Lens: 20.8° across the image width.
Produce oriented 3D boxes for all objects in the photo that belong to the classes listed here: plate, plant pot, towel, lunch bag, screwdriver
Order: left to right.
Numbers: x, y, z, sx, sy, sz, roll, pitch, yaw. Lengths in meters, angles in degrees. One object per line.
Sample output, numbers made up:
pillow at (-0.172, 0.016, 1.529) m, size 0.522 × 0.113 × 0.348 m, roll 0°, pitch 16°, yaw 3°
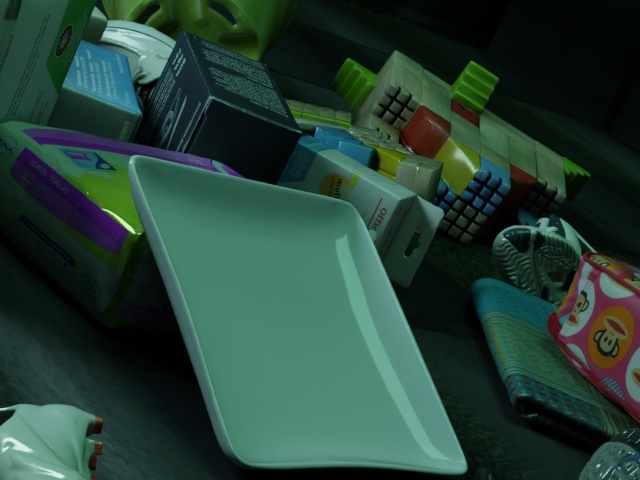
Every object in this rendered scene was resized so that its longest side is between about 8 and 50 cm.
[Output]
plant pot at (-0.168, -0.295, 2.294) m, size 0.276 × 0.276 × 0.254 m, roll 22°, pitch 27°, yaw -12°
plate at (-0.025, 0.072, 1.401) m, size 0.278 × 0.045 × 0.277 m, roll 10°, pitch 48°, yaw -47°
screwdriver at (0.132, 0.225, 1.368) m, size 0.025 × 0.024 × 0.170 m, roll 52°, pitch 14°, yaw -17°
towel at (0.296, 0.155, 1.857) m, size 0.271 × 0.040 × 0.370 m, roll 23°, pitch 15°, yaw -8°
lunch bag at (0.400, 0.134, 1.794) m, size 0.258 × 0.120 × 0.293 m, roll 17°, pitch 17°, yaw -32°

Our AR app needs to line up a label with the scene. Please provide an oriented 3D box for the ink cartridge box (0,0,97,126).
ink cartridge box at (-0.333, -0.145, 1.494) m, size 0.121 × 0.211 × 0.289 m, roll 29°, pitch 14°, yaw 12°

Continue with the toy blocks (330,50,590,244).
toy blocks at (0.187, -0.100, 2.342) m, size 0.381 × 0.190 × 0.261 m, roll 31°, pitch 24°, yaw -10°

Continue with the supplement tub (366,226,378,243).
supplement tub at (0.000, 0.000, 1.833) m, size 0.107 × 0.071 × 0.071 m, roll 25°, pitch 14°, yaw 2°

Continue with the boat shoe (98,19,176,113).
boat shoe at (-0.194, -0.183, 2.128) m, size 0.267 × 0.096 × 0.088 m, roll 33°, pitch 26°, yaw 10°

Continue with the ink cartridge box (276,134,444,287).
ink cartridge box at (0.032, -0.028, 1.916) m, size 0.181 × 0.104 × 0.061 m, roll 29°, pitch 15°, yaw 15°

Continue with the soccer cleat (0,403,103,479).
soccer cleat at (-0.169, 0.151, 1.033) m, size 0.076 × 0.068 × 0.196 m, roll 7°, pitch 16°, yaw -10°

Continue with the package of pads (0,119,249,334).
package of pads at (-0.130, -0.003, 1.559) m, size 0.296 × 0.101 × 0.229 m, roll 8°, pitch 22°, yaw -49°

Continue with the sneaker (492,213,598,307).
sneaker at (0.276, 0.019, 2.193) m, size 0.235 × 0.094 × 0.153 m, roll 16°, pitch 16°, yaw -35°

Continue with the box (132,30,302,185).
box at (-0.115, -0.104, 1.821) m, size 0.108 × 0.153 × 0.207 m, roll 20°, pitch 21°, yaw -22°

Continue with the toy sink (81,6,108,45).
toy sink at (-0.382, -0.267, 2.018) m, size 0.153 × 0.131 × 0.234 m, roll 12°, pitch 25°, yaw -44°

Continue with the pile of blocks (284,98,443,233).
pile of blocks at (0.020, -0.080, 2.099) m, size 0.149 × 0.112 × 0.362 m, roll 7°, pitch 13°, yaw -27°

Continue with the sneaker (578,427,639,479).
sneaker at (0.300, 0.262, 1.398) m, size 0.129 × 0.111 × 0.297 m, roll 35°, pitch 11°, yaw -31°

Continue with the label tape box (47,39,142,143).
label tape box at (-0.360, -0.176, 1.774) m, size 0.334 × 0.106 × 0.240 m, roll 21°, pitch 15°, yaw -16°
